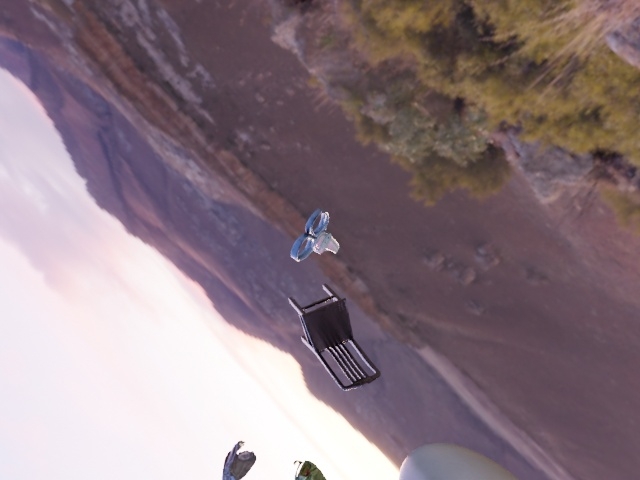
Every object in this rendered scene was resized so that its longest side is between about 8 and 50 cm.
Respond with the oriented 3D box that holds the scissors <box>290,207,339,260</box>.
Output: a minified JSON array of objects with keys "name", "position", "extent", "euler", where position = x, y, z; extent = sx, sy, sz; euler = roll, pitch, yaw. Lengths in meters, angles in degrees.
[{"name":"scissors","position":[0.000,0.000,1.812],"extent":[0.030,0.125,0.256],"euler":[30,-179,17]}]

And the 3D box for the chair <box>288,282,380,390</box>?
[{"name":"chair","position":[0.025,0.164,1.375],"extent":[0.212,0.084,0.101],"euler":[-140,31,-63]}]

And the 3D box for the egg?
[{"name":"egg","position":[0.278,0.512,1.440],"extent":[0.371,0.230,0.230],"euler":[44,174,48]}]

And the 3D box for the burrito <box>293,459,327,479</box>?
[{"name":"burrito","position":[-0.009,0.649,1.982],"extent":[0.054,0.104,0.288],"euler":[20,146,43]}]

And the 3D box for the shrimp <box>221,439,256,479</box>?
[{"name":"shrimp","position":[-0.062,0.563,1.563],"extent":[0.411,0.166,0.221],"euler":[25,150,32]}]
